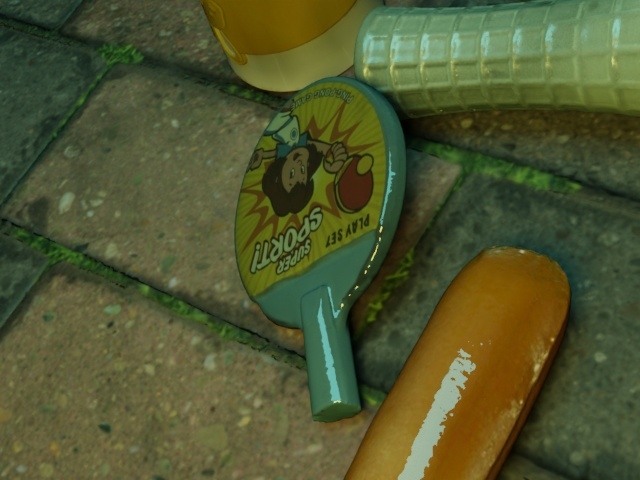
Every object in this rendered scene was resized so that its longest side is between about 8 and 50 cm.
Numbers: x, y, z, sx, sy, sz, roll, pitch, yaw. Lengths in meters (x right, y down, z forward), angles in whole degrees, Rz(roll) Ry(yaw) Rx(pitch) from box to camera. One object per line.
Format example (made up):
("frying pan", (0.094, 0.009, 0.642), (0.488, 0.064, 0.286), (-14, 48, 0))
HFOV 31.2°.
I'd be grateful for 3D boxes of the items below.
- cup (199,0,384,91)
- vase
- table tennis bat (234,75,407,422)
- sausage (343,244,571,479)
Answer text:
("cup", (-0.063, -0.303, 1.193), (0.185, 0.226, 0.241), (-36, 57, -2))
("vase", (0.184, -0.166, 1.041), (0.298, 0.143, 0.143), (3, 58, 31))
("table tennis bat", (0.000, 0.000, 1.029), (0.215, 0.044, 0.329), (-28, 54, 38))
("sausage", (0.108, 0.124, 0.887), (0.105, 0.105, 0.274), (17, 65, 34))
